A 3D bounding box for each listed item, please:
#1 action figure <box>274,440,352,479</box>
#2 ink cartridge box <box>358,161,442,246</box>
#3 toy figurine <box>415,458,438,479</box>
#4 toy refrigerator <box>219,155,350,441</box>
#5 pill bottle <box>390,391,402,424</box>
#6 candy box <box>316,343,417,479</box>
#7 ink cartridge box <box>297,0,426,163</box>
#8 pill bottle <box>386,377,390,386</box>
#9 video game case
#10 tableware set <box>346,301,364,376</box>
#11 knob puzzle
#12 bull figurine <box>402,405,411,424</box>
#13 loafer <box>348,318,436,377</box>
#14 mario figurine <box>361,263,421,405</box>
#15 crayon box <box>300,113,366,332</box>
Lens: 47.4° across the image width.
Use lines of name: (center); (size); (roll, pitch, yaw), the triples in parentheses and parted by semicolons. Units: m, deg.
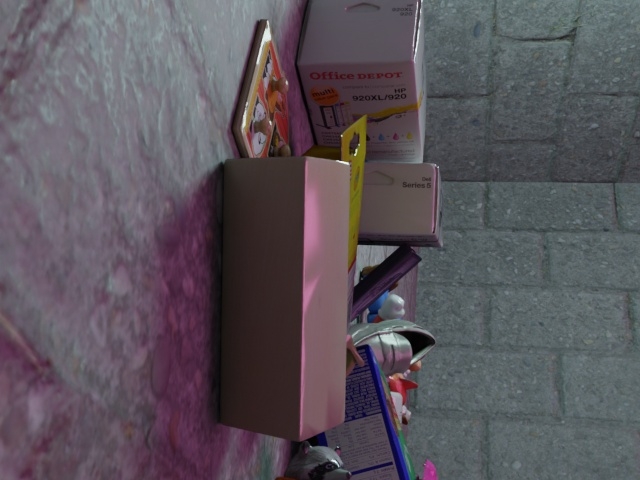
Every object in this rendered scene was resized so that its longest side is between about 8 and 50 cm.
action figure: (-0.001, 0.385, 0.822); (0.341, 0.178, 0.330); (126, -27, -51)
ink cartridge box: (0.107, -0.055, 1.249); (0.273, 0.198, 0.115); (22, 70, -77)
toy figurine: (0.153, 0.475, 1.436); (0.173, 0.159, 0.130); (23, 52, -29)
toy refrigerator: (-0.033, 0.053, 0.745); (0.094, 0.102, 0.270); (-2, 93, -57)
pill bottle: (0.083, 0.396, 1.358); (0.131, 0.131, 0.229); (54, 39, -72)
candy box: (0.080, 0.352, 1.143); (0.268, 0.122, 0.317); (63, 12, -67)
ink cartridge box: (0.074, -0.252, 1.129); (0.233, 0.171, 0.168); (73, 21, -56)
pill bottle: (0.092, 0.360, 1.490); (0.094, 0.094, 0.169); (46, 46, -74)
video game case: (0.101, 0.085, 1.348); (0.026, 0.196, 0.274); (49, 6, 10)
tableware set: (-0.023, 0.136, 0.852); (0.168, 0.020, 0.141); (-38, 126, -20)
knob puzzle: (-0.053, -0.132, 0.872); (0.213, 0.030, 0.213); (1, 90, -79)
bull figurine: (0.127, 0.501, 1.636); (0.310, 0.101, 0.188); (-49, 142, -56)
loafer: (0.124, 0.214, 1.429); (0.319, 0.111, 0.112); (-12, 104, -57)
mario figurine: (0.175, 0.221, 1.678); (0.198, 0.170, 0.321); (17, 63, -43)
crayon box: (0.000, 0.000, 0.957); (0.202, 0.081, 0.319); (-54, 150, -70)
